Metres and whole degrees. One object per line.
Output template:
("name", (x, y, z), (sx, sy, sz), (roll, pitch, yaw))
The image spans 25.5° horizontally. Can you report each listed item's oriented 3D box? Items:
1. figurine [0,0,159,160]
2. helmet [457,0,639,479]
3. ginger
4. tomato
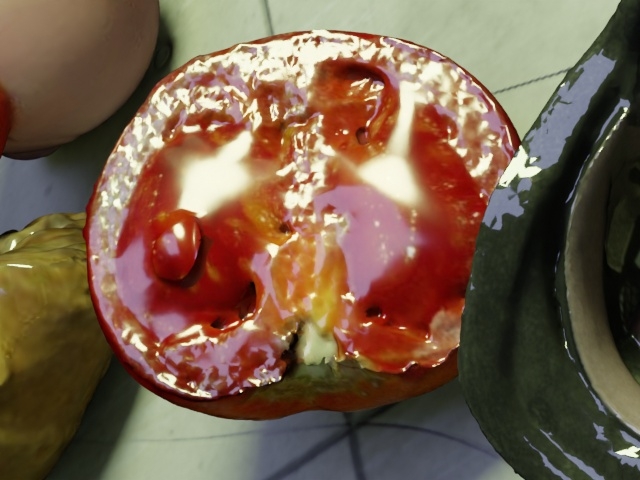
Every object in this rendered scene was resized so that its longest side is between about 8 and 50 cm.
("figurine", (-0.229, -0.168, 1.030), (0.211, 0.261, 0.269), (-20, 92, 22))
("helmet", (0.184, -0.006, 0.548), (0.198, 0.154, 0.253), (36, 119, 32))
("ginger", (-0.258, 0.106, 0.961), (0.269, 0.200, 0.223), (-2, 102, 11))
("tomato", (0.000, 0.000, 0.764), (0.233, 0.139, 0.200), (-5, 71, 11))
